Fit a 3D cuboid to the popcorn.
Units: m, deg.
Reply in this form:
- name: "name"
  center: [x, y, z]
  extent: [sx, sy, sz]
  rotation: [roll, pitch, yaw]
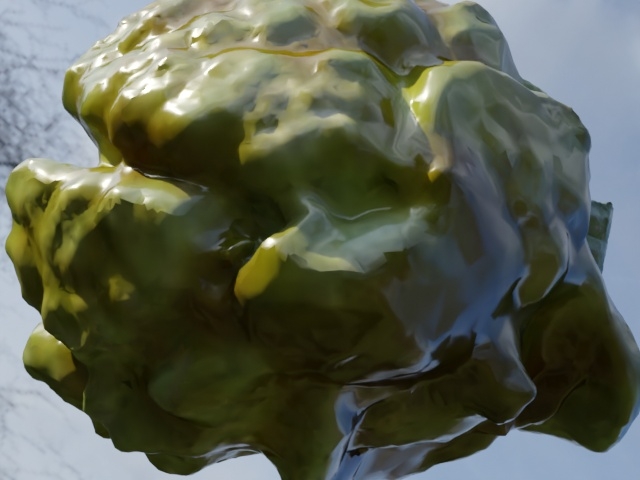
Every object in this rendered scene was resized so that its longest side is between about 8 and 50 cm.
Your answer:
- name: "popcorn"
  center: [0.007, -0.002, 0.588]
  extent: [0.274, 0.335, 0.279]
  rotation: [7, -75, 46]

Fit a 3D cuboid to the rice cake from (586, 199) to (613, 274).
- name: "rice cake"
  center: [0.220, -0.013, 1.247]
  extent: [0.237, 0.127, 0.043]
  rotation: [14, -3, -7]
